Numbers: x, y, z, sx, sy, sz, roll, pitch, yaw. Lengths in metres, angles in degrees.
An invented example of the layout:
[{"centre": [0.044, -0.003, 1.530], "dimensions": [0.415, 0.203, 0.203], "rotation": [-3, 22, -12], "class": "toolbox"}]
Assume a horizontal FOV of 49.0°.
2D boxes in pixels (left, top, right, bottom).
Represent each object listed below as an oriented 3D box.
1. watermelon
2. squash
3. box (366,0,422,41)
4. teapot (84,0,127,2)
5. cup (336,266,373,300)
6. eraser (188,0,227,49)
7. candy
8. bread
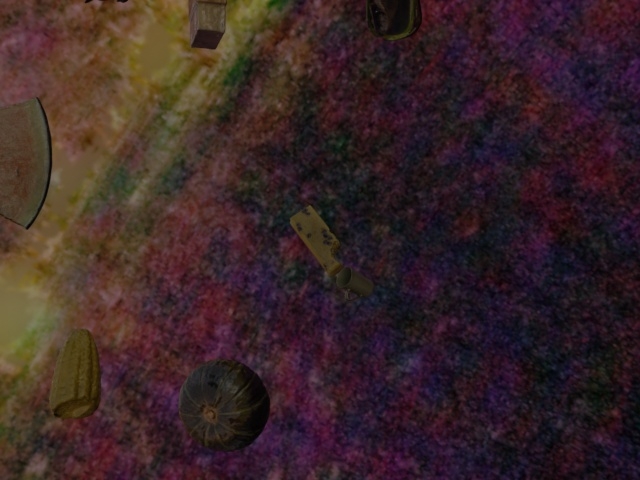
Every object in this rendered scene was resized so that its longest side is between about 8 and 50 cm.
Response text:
[{"centre": [-0.730, -0.204, 1.545], "dimensions": [0.283, 0.292, 0.251], "rotation": [9, 62, 42], "class": "watermelon"}, {"centre": [-0.260, 0.440, 1.883], "dimensions": [0.252, 0.252, 0.165], "rotation": [-51, -9, 21], "class": "squash"}, {"centre": [0.123, -0.487, 1.300], "dimensions": [0.097, 0.134, 0.346], "rotation": [-11, 34, 9], "class": "box"}, {"centre": [-0.342, -0.412, 1.127], "dimensions": [0.084, 0.080, 0.110], "rotation": [-24, 5, -1], "class": "teapot"}, {"centre": [0.088, 0.112, 1.721], "dimensions": [0.054, 0.083, 0.075], "rotation": [-41, 39, 26], "class": "cup"}, {"centre": [-0.269, -0.638, 1.654], "dimensions": [0.144, 0.078, 0.344], "rotation": [169, 100, -72], "class": "eraser"}, {"centre": [-0.528, 0.279, 1.523], "dimensions": [0.106, 0.094, 0.199], "rotation": [-15, 53, 6], "class": "candy"}, {"centre": [0.000, 0.000, 2.118], "dimensions": [0.088, 0.226, 0.049], "rotation": [-32, -24, -15], "class": "bread"}]
